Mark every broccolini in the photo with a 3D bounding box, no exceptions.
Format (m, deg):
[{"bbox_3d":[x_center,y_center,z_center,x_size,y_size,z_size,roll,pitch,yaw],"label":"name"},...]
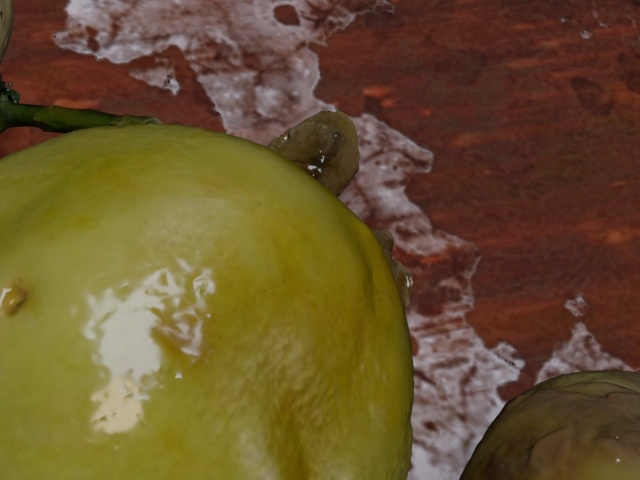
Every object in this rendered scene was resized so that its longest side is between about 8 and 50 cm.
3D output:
[{"bbox_3d":[-0.188,-0.075,1.232,0.057,0.254,0.071,33,77,-47],"label":"broccolini"}]

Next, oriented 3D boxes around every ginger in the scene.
[{"bbox_3d":[0.010,-0.003,1.331,0.133,0.059,0.214,17,49,1],"label":"ginger"}]

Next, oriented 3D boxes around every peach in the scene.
[{"bbox_3d":[-0.102,0.083,1.080,0.315,0.281,0.314,-46,118,-33],"label":"peach"}]

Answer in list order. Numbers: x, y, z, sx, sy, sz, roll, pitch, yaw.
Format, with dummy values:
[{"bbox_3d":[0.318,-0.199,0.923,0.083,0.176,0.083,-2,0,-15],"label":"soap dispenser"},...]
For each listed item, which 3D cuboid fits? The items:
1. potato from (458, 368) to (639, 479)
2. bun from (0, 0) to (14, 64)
[{"bbox_3d":[0.215,0.217,1.137,0.289,0.301,0.237,62,34,-15],"label":"potato"},{"bbox_3d":[-0.349,-0.215,1.145,0.364,0.364,0.202,26,92,-2],"label":"bun"}]
